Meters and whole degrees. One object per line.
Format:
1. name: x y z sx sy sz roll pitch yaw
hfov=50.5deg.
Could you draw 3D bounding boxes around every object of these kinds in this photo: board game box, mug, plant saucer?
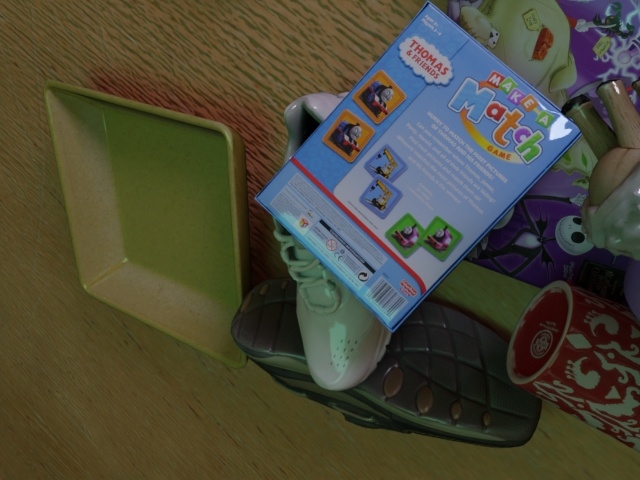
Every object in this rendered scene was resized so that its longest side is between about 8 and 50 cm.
1. board game box: 0.195 -0.121 0.548 0.208 0.056 0.346 18 123 26
2. board game box: 0.074 -0.058 0.547 0.160 0.039 0.211 44 100 12
3. mug: 0.240 0.117 0.555 0.169 0.113 0.150 25 146 -6
4. plant saucer: -0.207 -0.035 0.896 0.333 0.081 0.332 19 124 30

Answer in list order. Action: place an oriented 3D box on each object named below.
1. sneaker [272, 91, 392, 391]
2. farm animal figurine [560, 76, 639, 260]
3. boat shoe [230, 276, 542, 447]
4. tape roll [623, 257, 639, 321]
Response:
1. sneaker: 0.000 0.000 0.655 0.111 0.129 0.297 -3 89 31
2. farm animal figurine: 0.321 -0.086 0.282 0.172 0.327 0.330 64 153 10
3. boat shoe: 0.069 0.140 0.756 0.355 0.132 0.130 17 148 30
4. tape roll: 0.302 0.016 0.433 0.189 0.189 0.080 20 125 30
